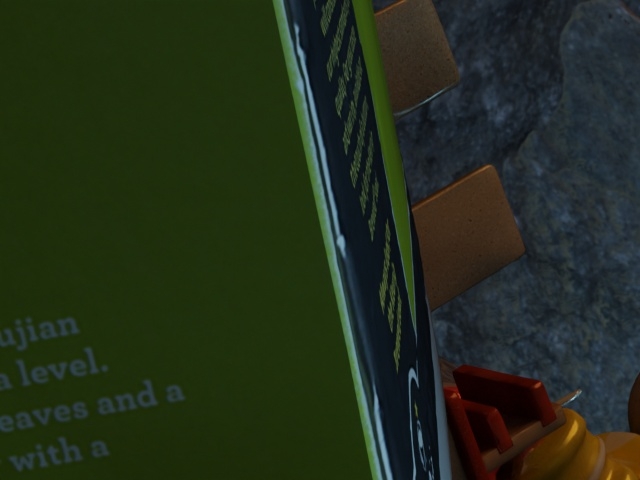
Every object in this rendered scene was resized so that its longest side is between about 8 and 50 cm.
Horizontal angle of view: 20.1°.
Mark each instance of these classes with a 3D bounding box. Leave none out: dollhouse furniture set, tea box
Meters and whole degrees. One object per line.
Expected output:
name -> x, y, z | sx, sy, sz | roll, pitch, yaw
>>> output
dollhouse furniture set -> 0.000, 0.000, 0.822 | 0.262, 0.135, 0.259 | 8, -56, 60
tea box -> -0.091, -0.022, 0.488 | 0.220, 0.323, 0.329 | -9, 18, 5

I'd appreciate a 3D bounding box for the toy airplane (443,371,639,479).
toy airplane -> 0.205, 0.195, 1.031 | 0.386, 0.272, 0.384 | 20, -14, 23
